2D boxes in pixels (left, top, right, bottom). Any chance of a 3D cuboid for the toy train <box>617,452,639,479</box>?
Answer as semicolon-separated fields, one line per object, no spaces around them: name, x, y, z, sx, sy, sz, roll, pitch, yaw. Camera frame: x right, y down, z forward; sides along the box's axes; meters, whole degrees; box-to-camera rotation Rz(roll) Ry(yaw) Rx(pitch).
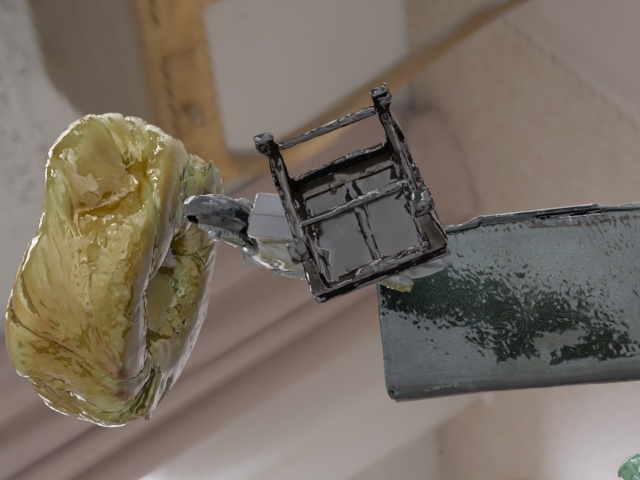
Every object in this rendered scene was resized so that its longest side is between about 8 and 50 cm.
toy train;0.404;0.371;1.936;0.298;0.120;0.194;57;155;31

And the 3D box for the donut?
donut;-0.228;0.029;2.065;0.170;0.360;0.360;15;145;14

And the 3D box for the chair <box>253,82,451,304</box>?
chair;0.033;-0.014;1.339;0.229;0.106;0.113;61;-171;-67

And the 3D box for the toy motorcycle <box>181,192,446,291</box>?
toy motorcycle;0.000;0.000;1.568;0.225;0.073;0.152;8;167;26

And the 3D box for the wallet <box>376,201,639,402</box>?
wallet;0.211;0.056;1.697;0.045;0.318;0.172;20;-117;-74
